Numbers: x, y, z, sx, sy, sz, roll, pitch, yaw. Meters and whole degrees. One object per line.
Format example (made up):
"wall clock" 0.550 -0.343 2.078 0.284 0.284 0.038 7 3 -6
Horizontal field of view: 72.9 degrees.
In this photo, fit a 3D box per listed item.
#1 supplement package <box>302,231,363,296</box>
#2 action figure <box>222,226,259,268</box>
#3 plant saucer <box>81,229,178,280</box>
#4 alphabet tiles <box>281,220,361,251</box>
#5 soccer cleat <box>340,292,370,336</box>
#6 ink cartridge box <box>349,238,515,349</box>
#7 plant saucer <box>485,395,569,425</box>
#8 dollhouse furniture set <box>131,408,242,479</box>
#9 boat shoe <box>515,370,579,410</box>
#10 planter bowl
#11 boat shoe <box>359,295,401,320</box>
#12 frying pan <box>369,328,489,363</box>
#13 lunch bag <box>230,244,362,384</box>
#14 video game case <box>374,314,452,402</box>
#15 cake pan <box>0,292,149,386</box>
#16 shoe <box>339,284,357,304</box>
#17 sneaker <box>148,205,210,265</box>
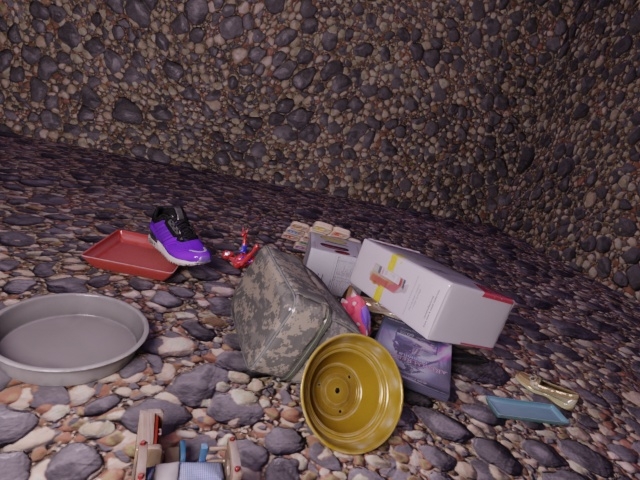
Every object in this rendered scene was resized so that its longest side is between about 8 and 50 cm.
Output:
"supplement package" 0.047 0.084 1.512 0.202 0.150 0.194 13 17 -6
"action figure" -0.194 0.045 1.487 0.279 0.139 0.091 10 16 -5
"plant saucer" -0.550 0.048 1.338 0.258 0.048 0.259 12 16 -6
"alphabet tiles" 0.000 0.000 1.661 0.277 0.021 0.284 17 -23 -15
"soccer cleat" 0.100 0.243 1.123 0.095 0.083 0.248 44 26 -28
"ink cartridge box" 0.309 0.147 1.277 0.279 0.161 0.384 15 10 -32
"plant saucer" 0.495 0.411 1.044 0.191 0.018 0.067 10 17 -10
"dollhouse furniture set" -0.199 0.312 0.624 0.129 0.129 0.184 7 18 -21
"boat shoe" 0.597 0.386 1.148 0.056 0.048 0.153 -4 25 -46
"planter bowl" 0.049 0.297 0.856 0.216 0.218 0.090 7 -19 -21
"boat shoe" 0.199 0.204 1.402 0.169 0.059 0.063 17 17 8
"frying pan" 0.274 0.299 1.172 0.325 0.053 0.197 5 20 -32
"lunch bag" -0.045 0.186 1.016 0.255 0.213 0.305 24 13 -30
"video game case" 0.228 0.282 1.085 0.195 0.026 0.274 17 18 13
"cake pan" -0.507 0.196 0.883 0.292 0.054 0.293 13 17 -4
"shoe" 0.084 0.207 1.299 0.058 0.077 0.219 33 24 -4
"sneaker" -0.439 -0.027 1.331 0.293 0.146 0.102 26 20 35
